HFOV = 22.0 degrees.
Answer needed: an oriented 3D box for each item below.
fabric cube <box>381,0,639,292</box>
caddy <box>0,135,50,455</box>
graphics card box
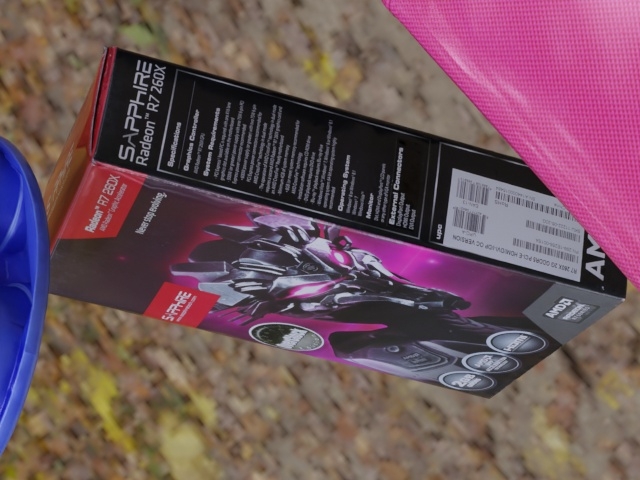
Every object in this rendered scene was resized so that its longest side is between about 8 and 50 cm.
[{"bbox_3d":[0.223,-0.100,0.527,0.258,0.259,0.254,52,138,22],"label":"fabric cube"},{"bbox_3d":[-0.287,0.069,0.988,0.341,0.179,0.241,-38,51,37],"label":"caddy"},{"bbox_3d":[0.000,0.000,1.143,0.371,0.094,0.233,14,153,-14],"label":"graphics card box"}]
